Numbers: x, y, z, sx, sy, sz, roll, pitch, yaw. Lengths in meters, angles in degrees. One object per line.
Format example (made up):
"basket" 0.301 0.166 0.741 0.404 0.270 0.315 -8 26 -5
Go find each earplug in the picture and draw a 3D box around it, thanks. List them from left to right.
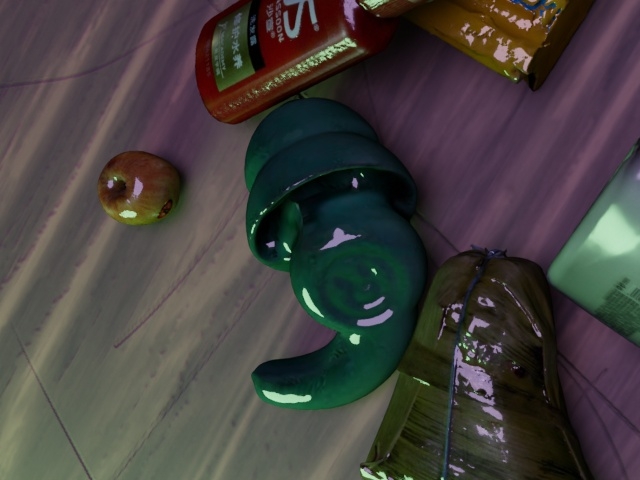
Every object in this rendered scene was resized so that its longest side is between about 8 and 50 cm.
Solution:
"earplug" 0.005 0.002 1.252 0.164 0.257 0.280 -8 64 -13

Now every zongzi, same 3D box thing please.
"zongzi" 0.200 0.153 1.152 0.274 0.125 0.251 22 103 21

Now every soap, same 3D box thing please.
"soap" 0.121 -0.303 1.221 0.324 0.096 0.204 36 103 21

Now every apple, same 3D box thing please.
"apple" -0.188 -0.054 1.360 0.084 0.071 0.084 -4 81 30

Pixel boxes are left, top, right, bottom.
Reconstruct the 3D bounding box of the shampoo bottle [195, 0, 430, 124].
"shampoo bottle" -0.007 -0.202 1.202 0.314 0.076 0.118 -18 64 52

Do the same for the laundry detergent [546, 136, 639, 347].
"laundry detergent" 0.384 0.078 1.025 0.398 0.264 0.125 35 73 9
